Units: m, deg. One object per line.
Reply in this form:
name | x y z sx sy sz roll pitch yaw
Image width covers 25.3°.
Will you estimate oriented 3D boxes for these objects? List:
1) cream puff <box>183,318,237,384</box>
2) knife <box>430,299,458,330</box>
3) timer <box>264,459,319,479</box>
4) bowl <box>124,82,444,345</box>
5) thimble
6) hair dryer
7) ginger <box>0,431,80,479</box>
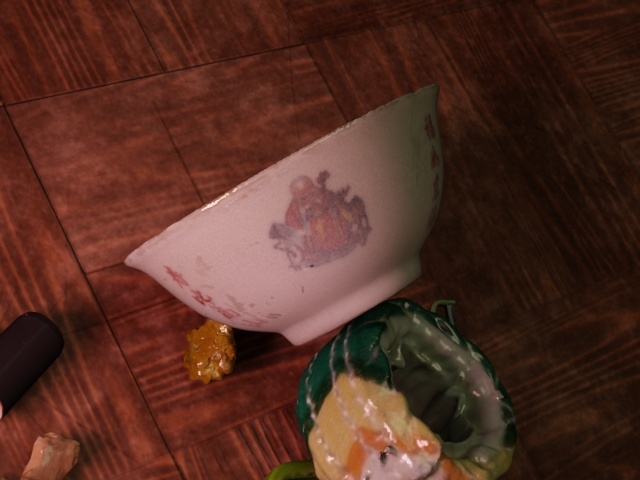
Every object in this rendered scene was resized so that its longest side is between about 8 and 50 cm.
cream puff | -0.134 0.139 1.770 0.083 0.058 0.083 -37 53 -3
knife | 0.179 0.177 1.963 0.054 0.015 0.212 7 60 -27
timer | -0.003 0.332 1.743 0.140 0.047 0.128 2 63 -32
bowl | 0.000 0.000 1.717 0.434 0.434 0.196 -31 91 -39
thimble | 0.103 0.220 1.754 0.254 0.167 0.288 33 32 -15
hair dryer | -0.422 0.083 1.636 0.255 0.070 0.128 40 50 2
ginger | -0.373 0.278 1.549 0.149 0.065 0.258 44 52 2
